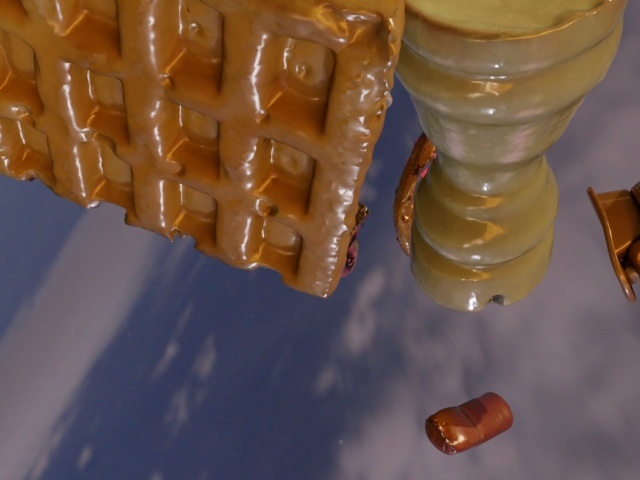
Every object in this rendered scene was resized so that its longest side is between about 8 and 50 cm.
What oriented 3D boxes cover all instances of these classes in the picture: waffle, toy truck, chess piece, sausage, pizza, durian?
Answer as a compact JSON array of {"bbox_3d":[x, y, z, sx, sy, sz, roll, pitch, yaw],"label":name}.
[{"bbox_3d":[-0.086,-0.082,0.468,0.221,0.248,0.055,103,10,-55],"label":"waffle"},{"bbox_3d":[0.639,-0.003,1.649,0.211,0.204,0.288,-24,-113,17],"label":"toy truck"},{"bbox_3d":[0.185,-0.115,0.944,0.442,0.234,0.234,81,17,-50],"label":"chess piece"},{"bbox_3d":[0.313,0.386,1.857,0.094,0.348,0.097,-47,-114,24],"label":"sausage"},{"bbox_3d":[0.217,-0.092,1.720,0.085,0.161,0.305,38,-45,40],"label":"pizza"},{"bbox_3d":[0.000,0.004,1.309,0.187,0.119,0.108,103,7,-72],"label":"durian"}]

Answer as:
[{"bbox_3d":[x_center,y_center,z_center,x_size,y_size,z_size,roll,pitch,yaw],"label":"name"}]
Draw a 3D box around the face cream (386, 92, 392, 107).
[{"bbox_3d":[0.076,-0.438,2.014,0.092,0.092,0.311,-33,-112,43],"label":"face cream"}]
